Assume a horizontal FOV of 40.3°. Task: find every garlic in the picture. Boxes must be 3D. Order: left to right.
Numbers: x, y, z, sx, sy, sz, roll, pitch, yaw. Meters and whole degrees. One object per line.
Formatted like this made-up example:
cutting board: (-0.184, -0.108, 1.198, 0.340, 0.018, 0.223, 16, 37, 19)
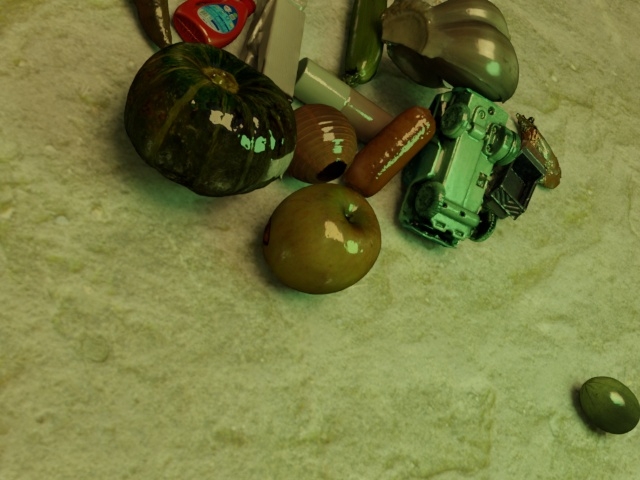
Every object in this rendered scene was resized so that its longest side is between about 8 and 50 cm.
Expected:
garlic: (0.251, -0.338, 1.627, 0.292, 0.237, 0.210, 23, 55, -33)

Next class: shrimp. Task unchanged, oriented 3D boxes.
shrimp: (0.473, -0.197, 1.898, 0.091, 0.043, 0.184, -14, 79, -39)

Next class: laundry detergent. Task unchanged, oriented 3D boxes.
laundry detergent: (-0.170, -0.376, 1.464, 0.097, 0.049, 0.165, 49, 45, -2)

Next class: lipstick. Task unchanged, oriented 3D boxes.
lipstick: (0.057, -0.230, 1.557, 0.254, 0.070, 0.070, 30, 53, -24)

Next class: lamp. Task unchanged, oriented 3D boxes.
lamp: (-0.007, -0.158, 1.427, 0.136, 0.136, 0.136, 18, 59, -32)

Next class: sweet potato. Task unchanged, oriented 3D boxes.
sweet potato: (-0.281, -0.415, 1.379, 0.077, 0.077, 0.243, -30, 96, -43)

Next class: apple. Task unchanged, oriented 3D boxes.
apple: (0.000, 0.000, 1.347, 0.182, 0.155, 0.182, 28, 39, -26)

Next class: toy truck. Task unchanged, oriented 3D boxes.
toy truck: (0.245, -0.129, 1.585, 0.155, 0.156, 0.279, 22, 83, -29)
toy truck: (0.389, -0.123, 1.759, 0.083, 0.092, 0.192, 44, 48, -12)

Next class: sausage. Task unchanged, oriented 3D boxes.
sausage: (0.123, -0.157, 1.521, 0.197, 0.076, 0.076, -44, 101, -5)

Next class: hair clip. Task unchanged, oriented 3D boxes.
hair clip: (-0.078, -0.346, 1.492, 0.085, 0.101, 0.331, 27, 52, -22)

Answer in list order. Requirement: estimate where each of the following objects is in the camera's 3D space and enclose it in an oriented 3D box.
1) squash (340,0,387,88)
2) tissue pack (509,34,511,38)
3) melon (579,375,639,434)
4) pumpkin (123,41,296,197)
squash: (0.086, -0.396, 1.658, 0.080, 0.071, 0.318, 40, 50, -39)
tissue pack: (0.306, -0.400, 1.805, 0.178, 0.127, 0.123, 30, 55, -24)
melon: (0.557, 0.315, 1.679, 0.131, 0.098, 0.098, 45, 48, -13)
pumpkin: (-0.170, -0.165, 1.274, 0.260, 0.189, 0.260, 22, 29, -13)
